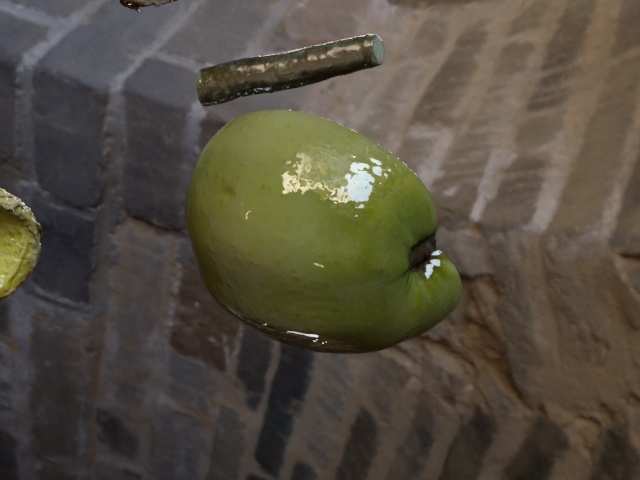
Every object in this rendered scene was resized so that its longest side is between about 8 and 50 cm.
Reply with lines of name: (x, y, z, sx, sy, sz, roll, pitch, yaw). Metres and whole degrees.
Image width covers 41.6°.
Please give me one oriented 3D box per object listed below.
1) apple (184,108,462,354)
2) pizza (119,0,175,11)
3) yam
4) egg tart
apple: (0.000, 0.000, 1.148, 0.320, 0.360, 0.311, 10, 91, -54)
pizza: (-0.194, -0.232, 0.498, 0.056, 0.271, 0.134, -47, -178, 29)
yam: (-0.047, -0.236, 1.169, 0.061, 0.274, 0.061, -7, 90, -70)
egg tart: (-0.517, 0.003, 1.234, 0.213, 0.090, 0.212, -21, 133, -24)
